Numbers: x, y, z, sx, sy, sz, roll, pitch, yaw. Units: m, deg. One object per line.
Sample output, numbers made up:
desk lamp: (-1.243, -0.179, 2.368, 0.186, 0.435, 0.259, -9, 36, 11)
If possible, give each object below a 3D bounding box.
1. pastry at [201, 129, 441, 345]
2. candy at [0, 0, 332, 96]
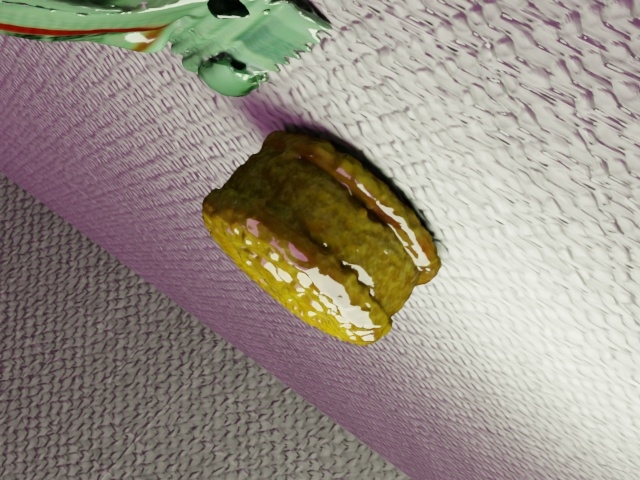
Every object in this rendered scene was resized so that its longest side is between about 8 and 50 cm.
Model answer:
pastry: (0.000, 0.000, 1.057, 0.188, 0.103, 0.189, 38, 167, 10)
candy: (-0.192, -0.208, 0.875, 0.398, 0.172, 0.263, 25, -179, -17)
